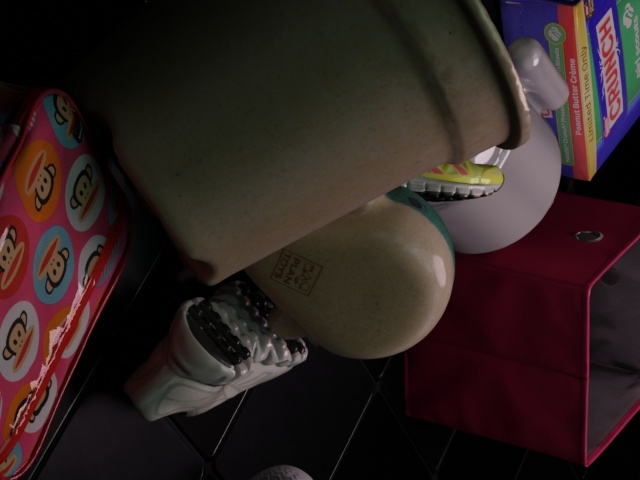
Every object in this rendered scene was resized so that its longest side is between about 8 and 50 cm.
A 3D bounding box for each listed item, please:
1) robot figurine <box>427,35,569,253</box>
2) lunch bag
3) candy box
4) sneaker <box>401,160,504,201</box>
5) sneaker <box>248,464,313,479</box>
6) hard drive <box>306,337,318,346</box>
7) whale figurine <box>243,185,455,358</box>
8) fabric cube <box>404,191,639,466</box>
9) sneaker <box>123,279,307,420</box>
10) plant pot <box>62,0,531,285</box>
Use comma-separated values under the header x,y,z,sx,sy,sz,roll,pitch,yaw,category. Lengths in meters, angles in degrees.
x,y,z,sx,sy,sz,roll,pitch,yaw,category
0.147,-0.108,1.916,0.300,0.200,0.353,-42,149,7,robot figurine
-0.263,0.043,1.360,0.258,0.120,0.293,69,36,-52,lunch bag
0.372,-0.281,2.301,0.317,0.122,0.268,-45,137,-40,candy box
0.096,-0.090,1.727,0.208,0.081,0.094,7,84,-22,sneaker
-0.021,0.390,1.896,0.210,0.137,0.366,-27,129,-53,sneaker
-0.016,-0.027,1.772,0.172,0.054,0.255,-47,133,-19,hard drive
0.000,0.000,1.657,0.141,0.272,0.216,-73,-175,-56,whale figurine
0.276,0.094,2.151,0.254,0.258,0.259,-34,129,-48,fabric cube
-0.105,0.115,1.699,0.118,0.110,0.292,-44,167,16,sneaker
-0.040,-0.135,1.463,0.305,0.334,0.334,-35,139,-5,plant pot
